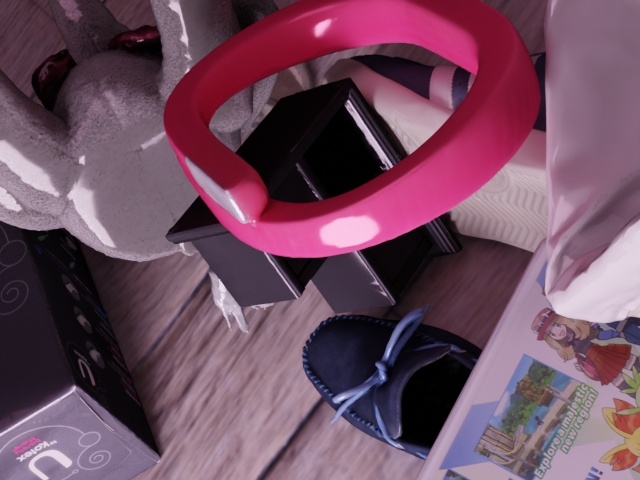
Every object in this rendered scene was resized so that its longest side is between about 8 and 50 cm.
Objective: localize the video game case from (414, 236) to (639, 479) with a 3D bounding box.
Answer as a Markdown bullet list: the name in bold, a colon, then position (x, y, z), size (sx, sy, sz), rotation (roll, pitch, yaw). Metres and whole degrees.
- **video game case**: position (0.184, 0.204, 0.854), size (0.300, 0.036, 0.329), rotation (27, 86, 22)

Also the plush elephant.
- **plush elephant**: position (-0.148, -0.109, 1.198), size (0.272, 0.330, 0.255), rotation (-32, 30, 1)

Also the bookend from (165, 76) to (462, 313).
- **bookend**: position (0.000, 0.000, 1.037), size (0.072, 0.156, 0.157), rotation (-11, 32, 45)

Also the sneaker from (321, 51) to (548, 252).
- **sneaker**: position (0.145, -0.083, 1.051), size (0.148, 0.131, 0.350), rotation (-43, 39, -17)

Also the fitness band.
- **fitness band**: position (0.015, -0.084, 0.939), size (0.209, 0.054, 0.291), rotation (-31, 29, -8)

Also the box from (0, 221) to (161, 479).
- **box**: position (-0.266, 0.089, 1.231), size (0.165, 0.143, 0.270), rotation (-32, 51, 4)

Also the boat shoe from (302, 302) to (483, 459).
- **boat shoe**: position (0.081, 0.097, 1.015), size (0.258, 0.089, 0.109), rotation (15, 78, 41)

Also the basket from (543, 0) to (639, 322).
- **basket**: position (0.288, -0.140, 0.772), size (0.328, 0.266, 0.331), rotation (120, 157, -63)
